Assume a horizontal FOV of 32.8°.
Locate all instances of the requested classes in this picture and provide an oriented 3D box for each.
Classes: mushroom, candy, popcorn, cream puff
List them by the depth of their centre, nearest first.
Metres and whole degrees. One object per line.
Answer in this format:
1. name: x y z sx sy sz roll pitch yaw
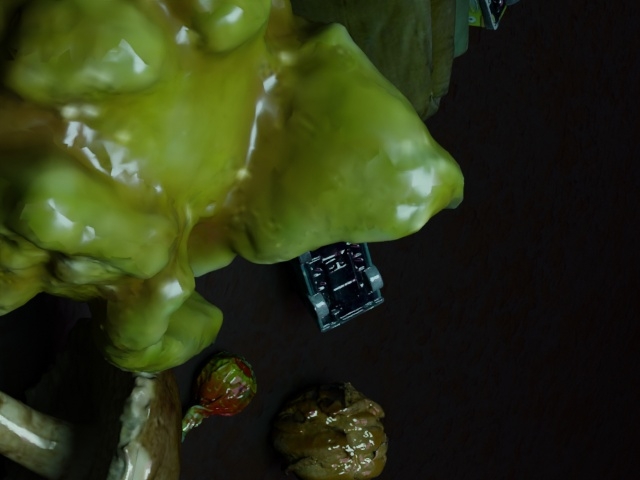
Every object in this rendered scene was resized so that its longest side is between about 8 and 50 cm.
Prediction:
1. popcorn: -0.124 -0.053 0.640 0.290 0.321 0.326 -22 133 -32
2. mushroom: -0.234 0.113 0.773 0.233 0.301 0.208 -52 179 14
3. candy: -0.133 0.185 1.009 0.201 0.060 0.060 -49 139 -20
4. cream puff: 0.011 0.203 1.160 0.133 0.119 0.104 -61 135 -65

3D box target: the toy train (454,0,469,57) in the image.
1. toy train: 0.049 -0.292 0.953 0.129 0.159 0.326 -33 129 -47

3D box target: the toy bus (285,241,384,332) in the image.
1. toy bus: 0.000 0.000 1.067 0.079 0.092 0.160 -27 131 -11

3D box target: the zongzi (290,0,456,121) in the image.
1. zongzi: 0.021 -0.187 0.675 0.393 0.174 0.356 -100 180 -60

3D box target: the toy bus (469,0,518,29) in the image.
1. toy bus: 0.177 -0.314 1.169 0.175 0.101 0.088 -60 144 -26
